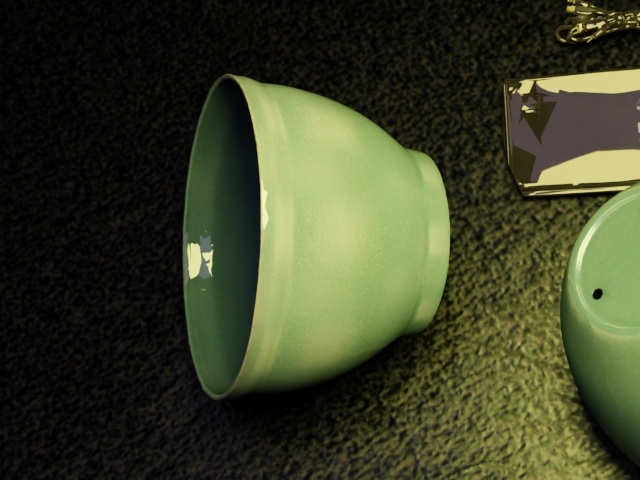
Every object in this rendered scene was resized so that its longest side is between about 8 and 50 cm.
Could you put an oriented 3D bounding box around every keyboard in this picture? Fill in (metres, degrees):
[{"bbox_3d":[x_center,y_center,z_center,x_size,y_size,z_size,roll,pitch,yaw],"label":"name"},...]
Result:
[{"bbox_3d":[0.336,-0.146,1.594,0.317,0.033,0.201,-3,77,8],"label":"keyboard"}]

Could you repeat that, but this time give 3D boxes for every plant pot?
[{"bbox_3d":[0.316,0.053,1.376,0.290,0.195,0.290,-21,55,33],"label":"plant pot"},{"bbox_3d":[0.000,0.000,1.492,0.196,0.293,0.293,2,69,-17],"label":"plant pot"}]
